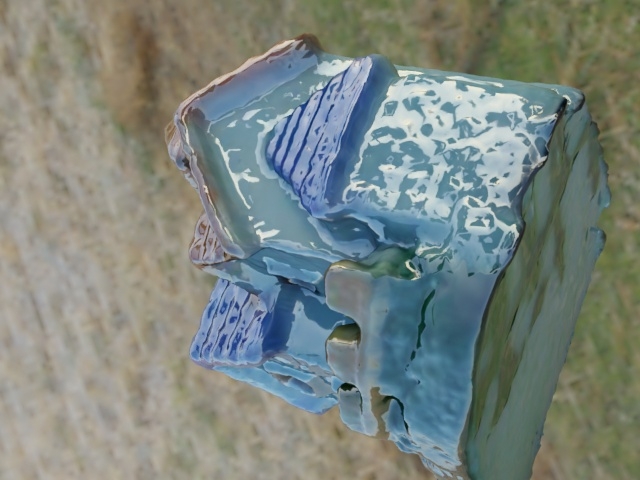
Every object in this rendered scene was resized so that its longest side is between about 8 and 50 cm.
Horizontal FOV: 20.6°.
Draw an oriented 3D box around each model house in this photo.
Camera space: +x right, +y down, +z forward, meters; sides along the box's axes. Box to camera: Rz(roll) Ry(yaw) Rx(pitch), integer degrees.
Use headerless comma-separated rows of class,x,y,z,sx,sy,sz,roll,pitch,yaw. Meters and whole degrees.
model house,0.000,0.000,1.160,0.329,0.251,0.295,19,167,21
